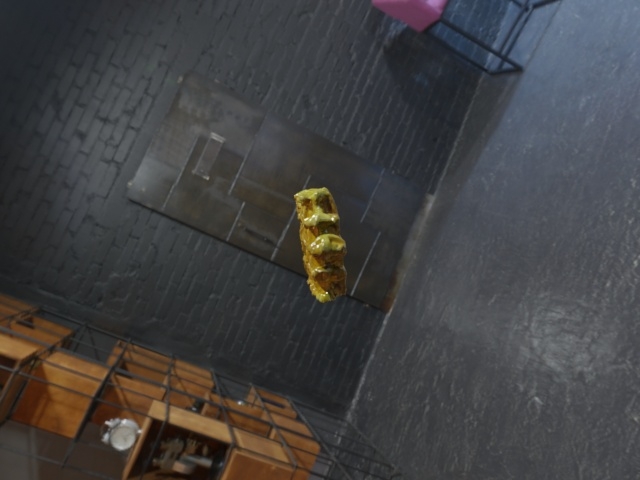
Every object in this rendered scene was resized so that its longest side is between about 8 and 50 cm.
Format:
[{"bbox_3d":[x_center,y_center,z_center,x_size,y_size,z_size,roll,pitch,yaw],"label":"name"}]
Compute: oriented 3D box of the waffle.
[{"bbox_3d":[0.000,0.000,0.742,0.211,0.055,0.161,-141,43,-84],"label":"waffle"}]
